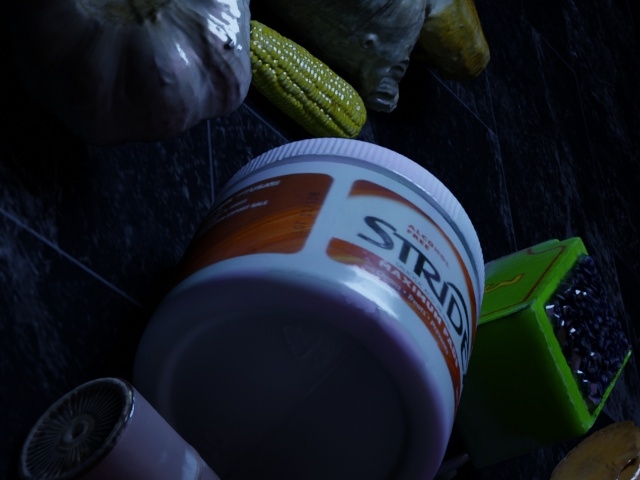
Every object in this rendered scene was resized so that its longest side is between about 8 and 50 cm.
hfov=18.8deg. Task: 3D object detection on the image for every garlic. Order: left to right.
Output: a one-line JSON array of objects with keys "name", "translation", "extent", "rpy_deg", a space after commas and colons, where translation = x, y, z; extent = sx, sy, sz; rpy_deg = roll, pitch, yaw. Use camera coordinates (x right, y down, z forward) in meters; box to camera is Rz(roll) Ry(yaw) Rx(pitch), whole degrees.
[{"name": "garlic", "translation": [-0.152, -0.154, 1.607], "extent": [0.212, 0.219, 0.218], "rpy_deg": [94, -15, -64]}]

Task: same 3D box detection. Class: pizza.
[{"name": "pizza", "translation": [0.113, -0.303, 2.229], "extent": [0.277, 0.114, 0.409], "rpy_deg": [62, 3, -16]}]

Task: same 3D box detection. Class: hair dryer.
[{"name": "hair dryer", "translation": [-0.115, 0.262, 1.296], "extent": [0.189, 0.107, 0.344], "rpy_deg": [52, 17, -31]}]

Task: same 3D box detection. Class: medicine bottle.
[{"name": "medicine bottle", "translation": [-0.004, 0.077, 1.566], "extent": [0.252, 0.253, 0.241], "rpy_deg": [56, 26, -20]}]

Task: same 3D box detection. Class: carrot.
[{"name": "carrot", "translation": [0.380, 0.349, 2.172], "extent": [0.254, 0.196, 0.196], "rpy_deg": [53, 27, -15]}]

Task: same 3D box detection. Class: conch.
[{"name": "conch", "translation": [0.004, -0.313, 2.013], "extent": [0.297, 0.210, 0.352], "rpy_deg": [-111, -151, -66]}]

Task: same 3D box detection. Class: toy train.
[{"name": "toy train", "translation": [0.162, 0.111, 1.875], "extent": [0.173, 0.249, 0.307], "rpy_deg": [65, 24, -7]}]

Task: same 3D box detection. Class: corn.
[{"name": "corn", "translation": [-0.023, -0.160, 1.970], "extent": [0.206, 0.067, 0.067], "rpy_deg": [35, 38, -43]}]
